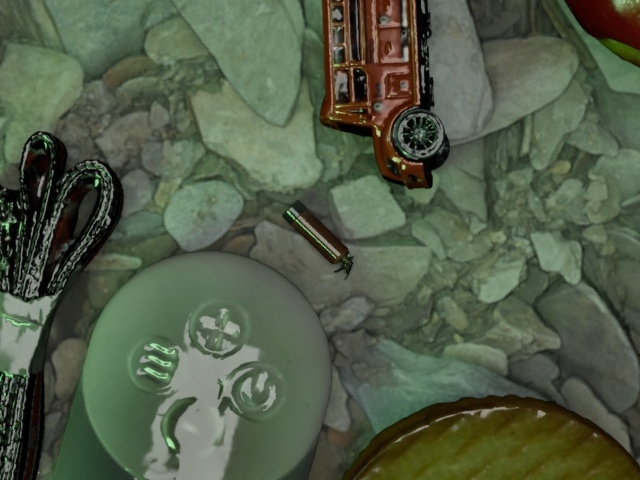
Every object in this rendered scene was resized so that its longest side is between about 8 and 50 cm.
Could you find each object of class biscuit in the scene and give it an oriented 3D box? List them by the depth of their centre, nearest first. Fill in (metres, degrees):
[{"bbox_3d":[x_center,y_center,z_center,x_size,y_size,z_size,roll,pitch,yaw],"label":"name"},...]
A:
[{"bbox_3d":[0.150,0.284,1.773,0.318,0.040,0.318,-2,108,-5],"label":"biscuit"}]

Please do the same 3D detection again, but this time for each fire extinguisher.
[{"bbox_3d":[0.000,0.000,1.833,0.083,0.022,0.028,44,126,0],"label":"fire extinguisher"}]

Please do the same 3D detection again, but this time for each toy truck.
[{"bbox_3d":[0.056,-0.171,1.797,0.114,0.107,0.252,-2,86,7],"label":"toy truck"}]

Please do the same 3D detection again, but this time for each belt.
[{"bbox_3d":[-0.269,0.083,1.786,0.126,0.094,0.359,14,88,-2],"label":"belt"}]

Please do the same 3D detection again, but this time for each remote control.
[{"bbox_3d":[-0.114,0.173,1.783,0.221,0.103,0.332,15,89,1],"label":"remote control"}]

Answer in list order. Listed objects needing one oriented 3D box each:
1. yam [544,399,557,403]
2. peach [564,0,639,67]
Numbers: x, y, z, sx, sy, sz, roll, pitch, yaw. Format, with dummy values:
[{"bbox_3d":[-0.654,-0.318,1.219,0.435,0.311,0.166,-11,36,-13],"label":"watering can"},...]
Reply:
[{"bbox_3d":[0.152,0.192,1.802,0.141,0.079,0.079,-11,88,-1],"label":"yam"},{"bbox_3d":[0.356,-0.301,1.737,0.281,0.281,0.338,28,88,-1],"label":"peach"}]
